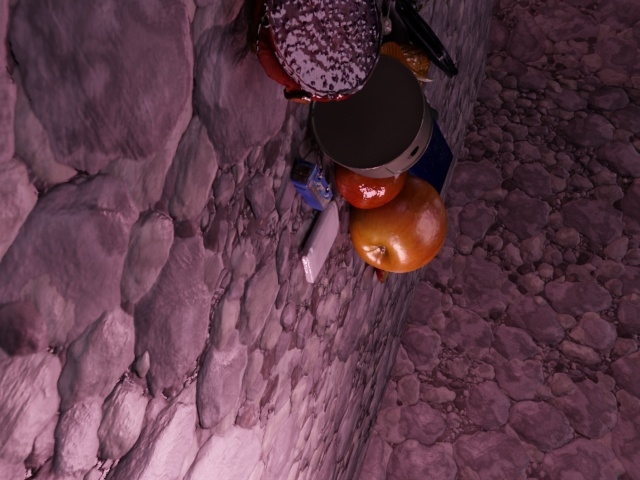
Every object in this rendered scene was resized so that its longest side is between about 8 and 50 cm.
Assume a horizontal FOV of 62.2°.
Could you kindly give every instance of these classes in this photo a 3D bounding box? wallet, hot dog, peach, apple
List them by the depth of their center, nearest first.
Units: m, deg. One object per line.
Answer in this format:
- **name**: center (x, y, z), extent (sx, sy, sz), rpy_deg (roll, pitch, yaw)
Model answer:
- **wallet**: center (0.000, 0.000, 1.260), extent (0.124, 0.032, 0.182), rpy_deg (78, 30, -52)
- **hot dog**: center (0.217, -0.429, 1.436), extent (0.272, 0.122, 0.195), rpy_deg (-13, 118, -71)
- **apple**: center (0.209, -0.044, 1.471), extent (0.233, 0.286, 0.285), rpy_deg (-53, 152, -34)
- **wallet**: center (0.301, -0.550, 1.478), extent (0.046, 0.190, 0.379), rpy_deg (-43, 175, 18)
- **peach**: center (0.226, 0.062, 1.890), extent (0.279, 0.068, 0.188), rpy_deg (-24, 127, -71)

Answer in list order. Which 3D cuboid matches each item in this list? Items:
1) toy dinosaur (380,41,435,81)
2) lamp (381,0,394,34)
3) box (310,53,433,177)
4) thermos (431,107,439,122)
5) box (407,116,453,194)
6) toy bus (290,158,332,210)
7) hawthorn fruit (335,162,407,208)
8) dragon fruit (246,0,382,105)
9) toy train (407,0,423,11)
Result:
- **toy dinosaur**: center (0.176, -0.425, 1.290), extent (0.212, 0.057, 0.142), rpy_deg (-26, 104, -34)
- **lamp**: center (0.157, -0.577, 1.309), extent (0.050, 0.056, 0.198), rpy_deg (77, 22, -51)
- **box**: center (0.111, -0.247, 1.091), extent (0.149, 0.226, 0.225), rpy_deg (2, 101, -71)
- **thermos**: center (0.384, -0.469, 1.976), extent (0.188, 0.083, 0.073), rpy_deg (-13, 94, -68)
- **box**: center (0.283, -0.251, 1.618), extent (0.261, 0.116, 0.278), rpy_deg (50, 50, -35)
- **toy bus**: center (-0.016, -0.114, 1.103), extent (0.061, 0.051, 0.153), rpy_deg (-66, 160, -10)
- **hawthorn fruit**: center (0.119, -0.164, 1.275), extent (0.189, 0.189, 0.189), rpy_deg (14, 90, -71)
- **dragon fruit**: center (-0.030, -0.316, 0.817), extent (0.218, 0.148, 0.223), rpy_deg (38, 74, -37)
- **toy train**: center (0.273, -0.713, 1.459), extent (0.202, 0.081, 0.060), rpy_deg (-63, 157, -16)
